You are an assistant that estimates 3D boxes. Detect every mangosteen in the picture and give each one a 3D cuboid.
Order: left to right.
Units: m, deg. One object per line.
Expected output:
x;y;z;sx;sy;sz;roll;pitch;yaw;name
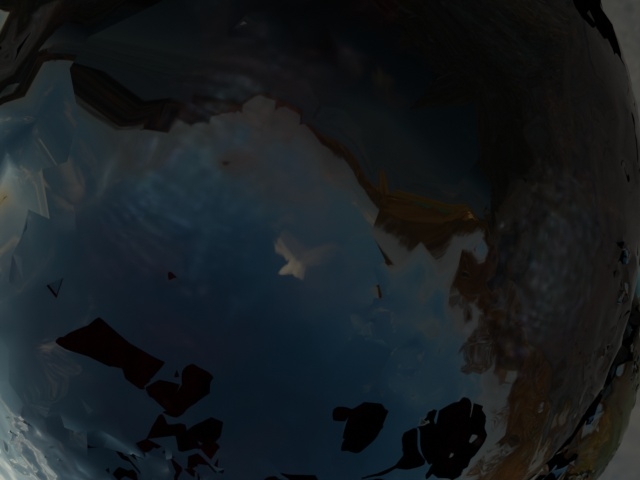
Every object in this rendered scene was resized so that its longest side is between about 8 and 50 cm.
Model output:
-0.004;-0.022;0.762;0.381;0.381;0.421;1;-175;42;mangosteen
